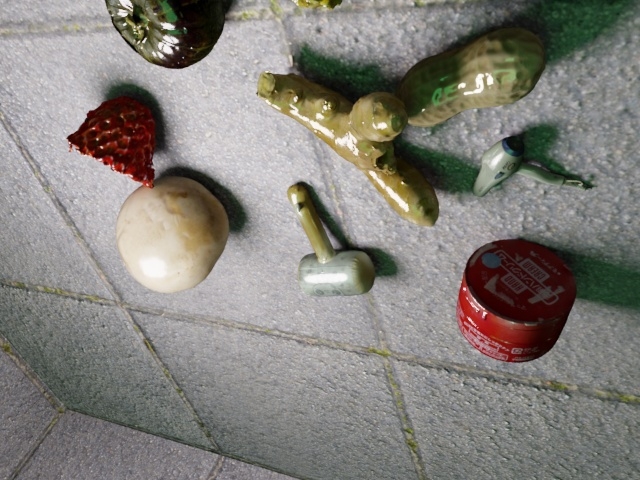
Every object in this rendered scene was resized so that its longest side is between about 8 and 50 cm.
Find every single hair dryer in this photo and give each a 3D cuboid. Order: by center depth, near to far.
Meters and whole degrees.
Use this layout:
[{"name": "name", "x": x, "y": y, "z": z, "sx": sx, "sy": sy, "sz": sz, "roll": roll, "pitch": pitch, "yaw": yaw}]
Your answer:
[{"name": "hair dryer", "x": 0.379, "y": -0.112, "z": 1.261, "sx": 0.199, "sy": 0.068, "sz": 0.167, "roll": 24, "pitch": 153, "yaw": -15}]

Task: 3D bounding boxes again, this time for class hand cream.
[{"name": "hand cream", "x": 0.390, "y": 0.123, "z": 1.356, "sx": 0.230, "sy": 0.230, "sz": 0.150, "roll": 17, "pitch": 137, "yaw": 16}]

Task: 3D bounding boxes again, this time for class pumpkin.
[{"name": "pumpkin", "x": -0.292, "y": -0.432, "z": 1.239, "sx": 0.237, "sy": 0.159, "sz": 0.238, "roll": 21, "pitch": 145, "yaw": 15}]

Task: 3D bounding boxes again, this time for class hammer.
[{"name": "hammer", "x": 0.000, "y": 0.000, "z": 1.584, "sx": 0.201, "sy": 0.113, "sz": 0.306, "roll": -7, "pitch": 120, "yaw": 33}]

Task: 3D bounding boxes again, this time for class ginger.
[{"name": "ginger", "x": 0.071, "y": -0.196, "z": 1.292, "sx": 0.348, "sy": 0.122, "sz": 0.363, "roll": 36, "pitch": 177, "yaw": 35}]

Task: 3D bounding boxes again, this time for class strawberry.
[{"name": "strawberry", "x": -0.454, "y": -0.237, "z": 1.559, "sx": 0.233, "sy": 0.178, "sz": 0.234, "roll": 31, "pitch": 180, "yaw": 0}]

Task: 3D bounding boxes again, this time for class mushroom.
[{"name": "mushroom", "x": -0.360, "y": -0.013, "z": 1.712, "sx": 0.292, "sy": 0.293, "sz": 0.290, "roll": 21, "pitch": 177, "yaw": 12}]

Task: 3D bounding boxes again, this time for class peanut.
[{"name": "peanut", "x": 0.238, "y": -0.264, "z": 1.112, "sx": 0.136, "sy": 0.121, "sz": 0.298, "roll": 5, "pitch": 169, "yaw": -44}]

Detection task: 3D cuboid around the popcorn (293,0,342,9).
[{"name": "popcorn", "x": 0.002, "y": -0.426, "z": 1.094, "sx": 0.106, "sy": 0.116, "sz": 0.120, "roll": 27, "pitch": 145, "yaw": -25}]
